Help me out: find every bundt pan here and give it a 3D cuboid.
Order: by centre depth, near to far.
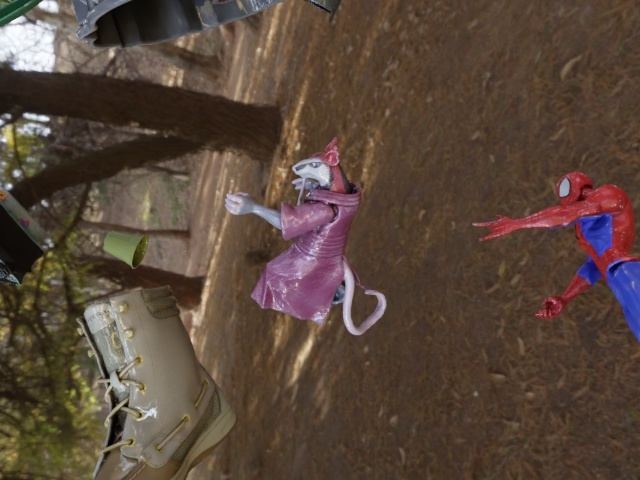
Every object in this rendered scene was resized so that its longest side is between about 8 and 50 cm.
[{"bbox_3d":[-0.109,-0.314,0.517,0.331,0.330,0.124,-141,31,-71],"label":"bundt pan"}]

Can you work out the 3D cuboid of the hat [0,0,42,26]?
[{"bbox_3d":[-0.222,-0.237,0.242,0.183,0.172,0.209,72,-144,-68],"label":"hat"}]

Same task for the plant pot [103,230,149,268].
[{"bbox_3d":[-0.452,0.013,1.160,0.083,0.079,0.083,-160,90,-90],"label":"plant pot"}]

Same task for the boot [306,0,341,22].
[{"bbox_3d":[-0.029,-0.407,0.675,0.137,0.197,0.077,-57,-1,16],"label":"boot"}]

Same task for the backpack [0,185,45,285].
[{"bbox_3d":[-0.606,-0.013,0.885,0.166,0.188,0.144,70,-155,-49],"label":"backpack"}]

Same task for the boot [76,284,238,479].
[{"bbox_3d":[-0.164,0.131,0.419,0.165,0.077,0.213,66,-159,-1],"label":"boot"}]

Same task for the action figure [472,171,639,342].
[{"bbox_3d":[0.226,0.056,0.419,0.139,0.091,0.280,-19,49,20],"label":"action figure"}]

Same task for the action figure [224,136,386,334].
[{"bbox_3d":[0.000,0.000,0.898,0.248,0.275,0.370,-39,-27,-45],"label":"action figure"}]
